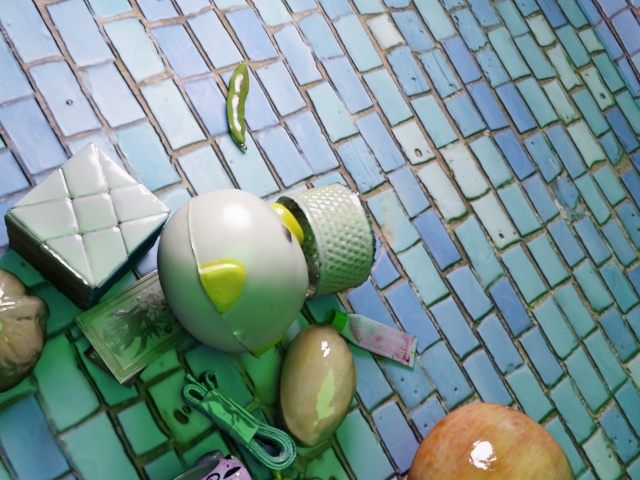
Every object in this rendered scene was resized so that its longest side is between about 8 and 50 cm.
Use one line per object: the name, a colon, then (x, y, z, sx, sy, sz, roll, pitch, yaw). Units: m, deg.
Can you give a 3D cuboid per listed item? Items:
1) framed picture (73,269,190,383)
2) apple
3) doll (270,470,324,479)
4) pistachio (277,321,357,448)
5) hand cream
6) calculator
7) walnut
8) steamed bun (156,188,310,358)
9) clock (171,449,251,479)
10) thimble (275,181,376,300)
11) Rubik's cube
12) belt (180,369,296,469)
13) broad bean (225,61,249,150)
framed picture: (-0.391, 0.179, 1.374, 0.231, 0.010, 0.173, -36, 89, -37)
apple: (0.377, 0.591, 1.444, 0.347, 0.391, 0.391, -27, 87, -32)
doll: (-0.033, 0.568, 1.419, 0.179, 0.102, 0.089, 37, 104, -15)
pistachio: (-0.007, 0.333, 1.461, 0.182, 0.162, 0.292, 14, 71, -5)
hand cream: (0.139, 0.246, 1.633, 0.275, 0.050, 0.079, 25, 89, -23)
calculator: (-0.408, 0.211, 1.375, 0.127, 0.034, 0.190, 39, 60, -8)
walnut: (-0.631, 0.166, 1.168, 0.248, 0.248, 0.248, 8, 70, -24)
steamed bun: (-0.184, 0.068, 1.345, 0.333, 0.334, 0.374, -66, 150, -26)
clock: (-0.250, 0.508, 1.233, 0.228, 0.248, 0.090, -27, 89, -31)
thimble: (0.000, 0.000, 1.510, 0.150, 0.271, 0.270, -15, 81, -27)
Rubik's cube: (-0.481, -0.021, 1.300, 0.221, 0.225, 0.231, 43, 62, -6)
belt: (-0.183, 0.395, 1.388, 0.302, 0.072, 0.087, 41, 67, -1)
broad bean: (-0.217, -0.359, 1.645, 0.065, 0.046, 0.254, 9, 71, -31)
